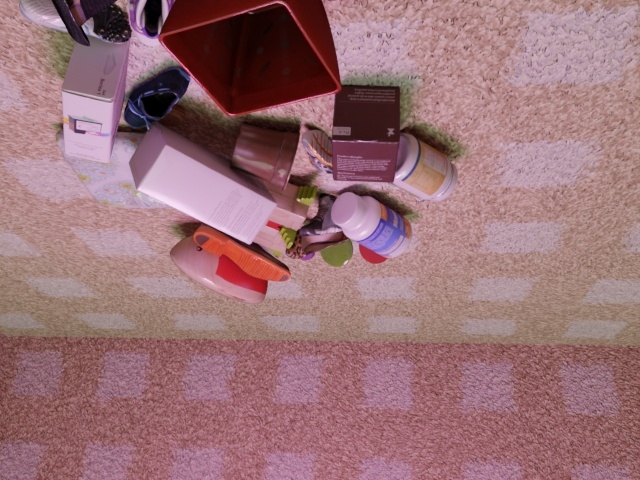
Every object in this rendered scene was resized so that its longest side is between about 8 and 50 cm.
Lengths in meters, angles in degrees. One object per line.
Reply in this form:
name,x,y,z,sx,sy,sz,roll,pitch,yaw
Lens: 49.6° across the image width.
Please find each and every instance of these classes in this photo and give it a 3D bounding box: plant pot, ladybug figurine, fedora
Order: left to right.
fedora,-0.453,-0.533,1.265,0.152,0.334,0.334,-28,158,-12
ladybug figurine,-0.350,0.095,2.570,0.305,0.162,0.449,37,-175,41
plant pot,-0.121,-0.438,1.372,0.267,0.236,0.267,-8,152,23
plant pot,-0.156,-0.239,1.912,0.165,0.167,0.167,15,154,-7

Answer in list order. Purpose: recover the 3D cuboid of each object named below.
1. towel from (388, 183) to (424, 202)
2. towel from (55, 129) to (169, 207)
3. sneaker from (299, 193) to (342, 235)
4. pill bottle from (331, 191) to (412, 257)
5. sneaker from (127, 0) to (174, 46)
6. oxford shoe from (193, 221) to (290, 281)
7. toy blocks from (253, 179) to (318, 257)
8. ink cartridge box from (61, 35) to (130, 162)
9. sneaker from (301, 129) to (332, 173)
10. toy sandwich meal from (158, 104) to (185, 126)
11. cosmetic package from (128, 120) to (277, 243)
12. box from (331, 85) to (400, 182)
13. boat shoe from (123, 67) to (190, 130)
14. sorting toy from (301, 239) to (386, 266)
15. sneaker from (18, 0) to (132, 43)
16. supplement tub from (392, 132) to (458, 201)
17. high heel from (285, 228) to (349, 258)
towel,0.239,-0.175,2.039,0.152,0.113,0.023,22,124,-33
towel,-0.582,-0.208,2.106,0.320,0.090,0.374,1,155,3
sneaker,-0.004,-0.083,2.231,0.086,0.132,0.228,-3,-177,28
pill bottle,0.164,-0.055,2.259,0.152,0.153,0.272,-18,148,38
sneaker,-0.358,-0.463,1.443,0.102,0.161,0.282,8,156,-14
oxford shoe,-0.251,0.019,2.408,0.363,0.133,0.130,31,142,-11
toy blocks,-0.195,-0.100,2.225,0.260,0.191,0.381,21,152,-9
ink cartridge box,-0.539,-0.347,1.663,0.117,0.202,0.278,12,154,-14
sneaker,-0.001,-0.241,1.968,0.083,0.084,0.215,-5,155,30
toy sandwich meal,-0.405,-0.339,1.873,0.085,0.029,0.086,5,157,2
cosmetic package,-0.323,-0.159,1.911,0.365,0.197,0.155,27,106,-31
box,0.116,-0.269,1.784,0.168,0.167,0.203,3,155,2
boat shoe,-0.434,-0.352,1.761,0.109,0.089,0.258,32,141,-25
sorting toy,0.101,0.026,2.543,0.365,0.127,0.126,-5,-176,23
sneaker,-0.533,-0.490,1.517,0.237,0.085,0.086,12,180,-25
supplement tub,0.273,-0.200,1.938,0.199,0.145,0.144,23,149,-35
high heel,0.000,0.000,2.367,0.186,0.093,0.261,-4,-166,26
